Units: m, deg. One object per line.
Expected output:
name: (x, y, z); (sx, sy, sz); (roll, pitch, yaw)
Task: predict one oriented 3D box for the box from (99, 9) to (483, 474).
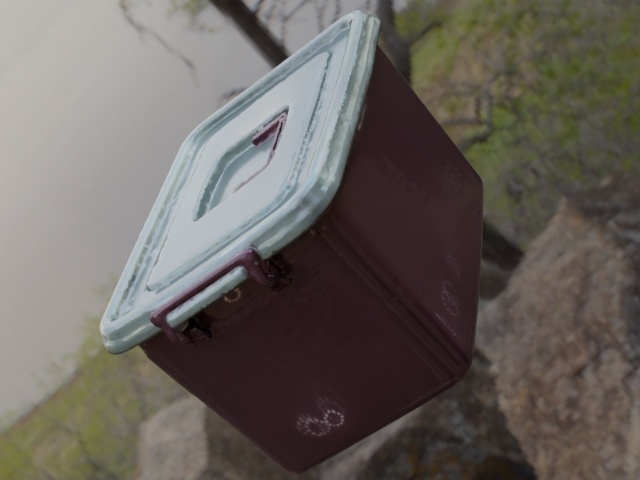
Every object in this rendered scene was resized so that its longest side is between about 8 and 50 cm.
box: (0.000, 0.000, 0.914); (0.193, 0.167, 0.294); (-35, 21, 27)
